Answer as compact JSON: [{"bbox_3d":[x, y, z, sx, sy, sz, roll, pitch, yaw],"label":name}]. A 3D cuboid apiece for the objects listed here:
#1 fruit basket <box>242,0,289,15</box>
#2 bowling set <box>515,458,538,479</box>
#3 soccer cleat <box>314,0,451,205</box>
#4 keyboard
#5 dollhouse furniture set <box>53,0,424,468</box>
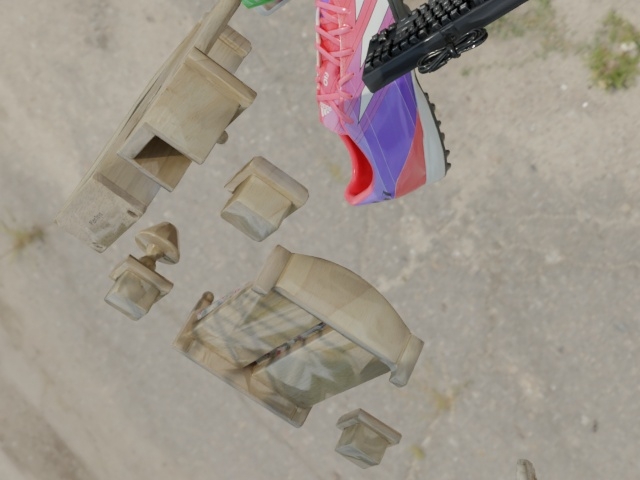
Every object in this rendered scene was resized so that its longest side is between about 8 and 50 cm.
[{"bbox_3d":[-0.004,-0.430,1.304,0.353,0.165,0.327,-24,145,19],"label":"fruit basket"},{"bbox_3d":[0.076,0.158,0.277,0.287,0.154,0.200,-38,94,23],"label":"bowling set"},{"bbox_3d":[0.039,-0.178,1.177,0.108,0.116,0.318,50,164,58],"label":"soccer cleat"},{"bbox_3d":[0.109,-0.186,0.960,0.180,0.108,0.023,-29,125,31],"label":"keyboard"},{"bbox_3d":[0.000,0.000,0.899,0.355,0.174,0.303,35,150,-13],"label":"dollhouse furniture set"}]
